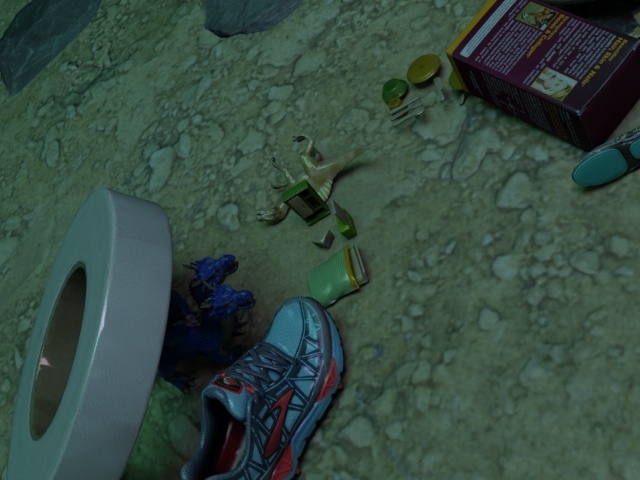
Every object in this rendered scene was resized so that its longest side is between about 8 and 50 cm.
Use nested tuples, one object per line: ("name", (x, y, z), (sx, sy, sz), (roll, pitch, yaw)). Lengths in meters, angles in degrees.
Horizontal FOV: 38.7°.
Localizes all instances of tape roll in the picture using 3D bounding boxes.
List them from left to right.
("tape roll", (-0.273, 0.131, 1.051), (0.392, 0.072, 0.392), (-44, 37, 48))

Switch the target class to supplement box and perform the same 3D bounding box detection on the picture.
("supplement box", (0.246, -0.188, 0.994), (0.188, 0.081, 0.104), (36, 83, 37))

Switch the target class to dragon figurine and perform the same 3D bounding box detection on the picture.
("dragon figurine", (-0.181, 0.109, 1.070), (0.289, 0.144, 0.085), (-23, 48, 22))

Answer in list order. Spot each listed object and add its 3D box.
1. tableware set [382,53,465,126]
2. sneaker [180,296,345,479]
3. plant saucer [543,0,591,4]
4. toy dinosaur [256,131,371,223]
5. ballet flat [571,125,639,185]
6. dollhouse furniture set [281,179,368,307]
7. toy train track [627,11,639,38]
("tableware set", (0.148, -0.200, 1.139), (0.154, 0.024, 0.104), (-29, 43, 18))
("sneaker", (-0.061, 0.166, 0.952), (0.104, 0.125, 0.262), (2, 61, 37))
("plant saucer", (0.342, -0.470, 1.042), (0.400, 0.100, 0.400), (-38, 37, 37))
("toy dinosaur", (-0.008, -0.088, 1.164), (0.183, 0.053, 0.092), (-35, 60, 22))
("ballet flat", (0.310, -0.091, 0.930), (0.114, 0.041, 0.041), (-26, 47, 19))
("dollhouse furniture set", (0.000, 0.000, 1.075), (0.076, 0.058, 0.152), (-30, 46, 16))
("toy train track", (0.347, -0.223, 1.011), (0.083, 0.014, 0.048), (-31, 53, 23))
